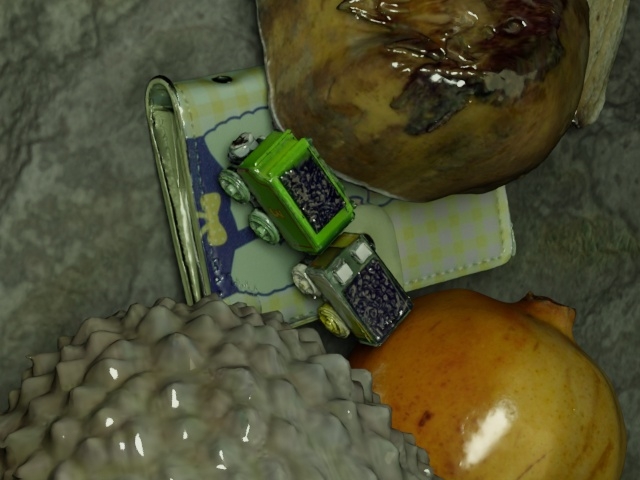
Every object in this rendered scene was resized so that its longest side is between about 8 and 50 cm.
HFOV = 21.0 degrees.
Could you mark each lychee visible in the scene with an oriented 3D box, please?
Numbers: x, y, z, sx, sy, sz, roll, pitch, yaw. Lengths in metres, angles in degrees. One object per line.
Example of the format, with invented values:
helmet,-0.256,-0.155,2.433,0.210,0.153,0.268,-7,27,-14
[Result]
lychee,-0.080,0.254,1.213,0.380,0.380,0.432,-7,80,-38

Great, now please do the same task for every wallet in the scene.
wallet,0.013,-0.050,1.418,0.309,0.077,0.223,-15,104,-34

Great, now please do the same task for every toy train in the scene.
toy train,0.000,0.000,1.327,0.060,0.081,0.202,-47,118,-22

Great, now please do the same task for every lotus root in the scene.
lotus root,0.235,-0.268,1.566,0.167,0.078,0.329,31,75,-61
lotus root,0.087,-0.165,1.334,0.272,0.192,0.272,7,72,-24

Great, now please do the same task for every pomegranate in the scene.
pomegranate,0.130,0.162,1.429,0.264,0.264,0.264,-7,102,-38
